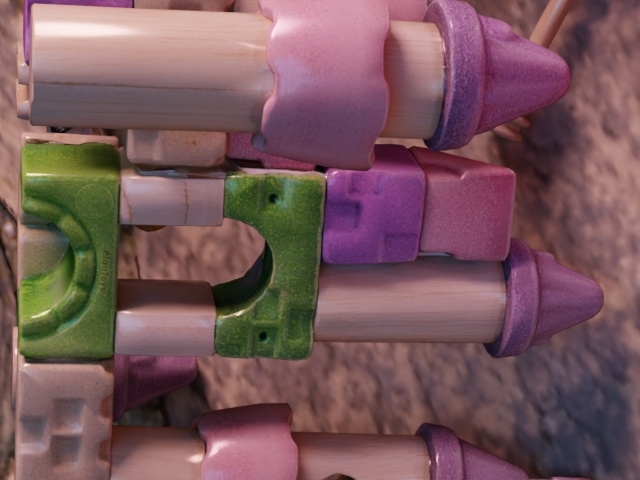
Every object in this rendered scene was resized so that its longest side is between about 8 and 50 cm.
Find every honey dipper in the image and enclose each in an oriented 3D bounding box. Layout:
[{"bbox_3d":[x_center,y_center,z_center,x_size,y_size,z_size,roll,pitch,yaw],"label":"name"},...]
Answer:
[{"bbox_3d":[0.115,-0.119,0.767,0.030,0.030,0.160,33,103,16],"label":"honey dipper"}]

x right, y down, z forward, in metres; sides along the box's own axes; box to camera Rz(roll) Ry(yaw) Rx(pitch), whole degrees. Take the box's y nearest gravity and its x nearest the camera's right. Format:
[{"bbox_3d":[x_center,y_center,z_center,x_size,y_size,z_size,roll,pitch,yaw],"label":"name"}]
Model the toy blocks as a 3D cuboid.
[{"bbox_3d":[0.000,0.000,0.752,0.260,0.309,0.288,0,110,-11],"label":"toy blocks"}]
